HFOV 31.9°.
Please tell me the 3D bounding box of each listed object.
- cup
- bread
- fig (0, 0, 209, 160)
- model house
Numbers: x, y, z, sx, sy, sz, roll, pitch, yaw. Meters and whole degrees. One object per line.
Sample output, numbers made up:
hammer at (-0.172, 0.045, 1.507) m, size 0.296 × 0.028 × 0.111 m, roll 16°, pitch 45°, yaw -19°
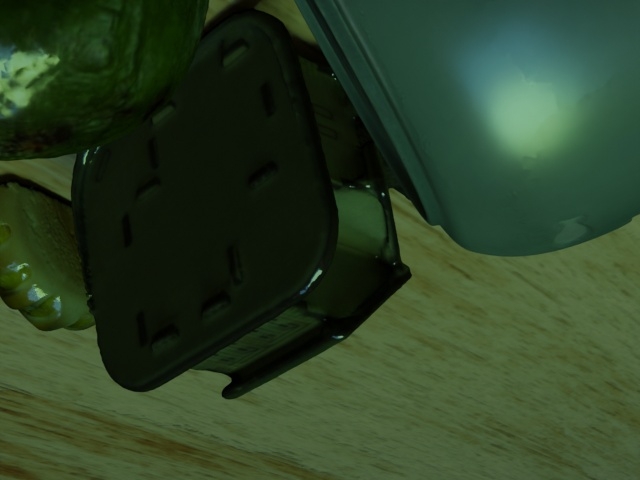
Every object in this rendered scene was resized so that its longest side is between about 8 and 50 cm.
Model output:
cup at (0.117, -0.154, 0.489) m, size 0.274 × 0.259 × 0.356 m, roll -29°, pitch -174°, yaw 2°
bread at (-0.210, 0.025, 0.871) m, size 0.083 × 0.094 × 0.157 m, roll -28°, pitch 152°, yaw 22°
fig at (-0.132, -0.168, 0.496) m, size 0.203 × 0.203 × 0.235 m, roll 8°, pitch 124°, yaw -25°
model house at (0.000, 0.000, 0.800) m, size 0.218 × 0.204 × 0.279 m, roll -30°, pitch 150°, yaw 33°
